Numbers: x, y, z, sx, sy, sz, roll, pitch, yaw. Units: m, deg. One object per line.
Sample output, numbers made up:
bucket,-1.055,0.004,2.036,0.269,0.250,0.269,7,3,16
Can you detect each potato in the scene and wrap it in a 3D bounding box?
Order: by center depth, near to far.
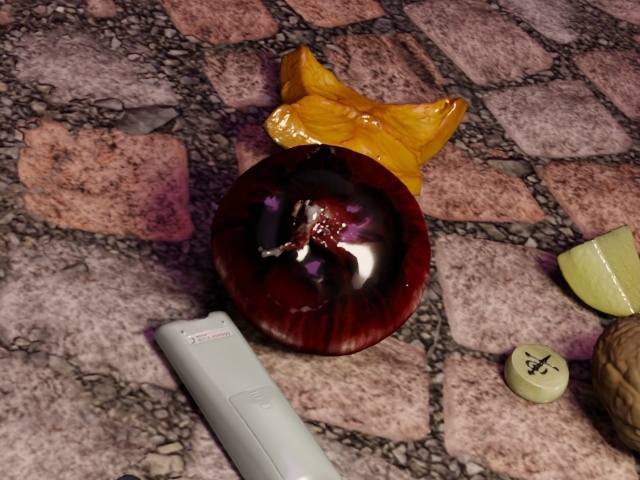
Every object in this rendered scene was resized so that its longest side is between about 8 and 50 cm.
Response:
potato,0.396,0.053,2.263,0.149,0.081,0.120,-18,81,-60

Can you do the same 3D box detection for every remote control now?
remote control,-0.081,0.188,1.874,0.103,0.051,0.293,-12,48,-34

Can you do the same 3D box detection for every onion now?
onion,0.000,0.000,1.963,0.273,0.285,0.273,-1,71,2

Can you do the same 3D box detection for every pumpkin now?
pumpkin,0.063,-0.160,2.322,0.290,0.095,0.258,20,34,-7

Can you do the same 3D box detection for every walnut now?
walnut,0.425,0.175,2.040,0.178,0.178,0.230,7,29,-18

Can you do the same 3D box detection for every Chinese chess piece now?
Chinese chess piece,0.275,0.169,2.075,0.084,0.034,0.084,12,39,-10

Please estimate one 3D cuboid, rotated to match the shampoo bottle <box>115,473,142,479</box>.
shampoo bottle,-0.078,0.365,1.633,0.359,0.078,0.134,31,28,11
